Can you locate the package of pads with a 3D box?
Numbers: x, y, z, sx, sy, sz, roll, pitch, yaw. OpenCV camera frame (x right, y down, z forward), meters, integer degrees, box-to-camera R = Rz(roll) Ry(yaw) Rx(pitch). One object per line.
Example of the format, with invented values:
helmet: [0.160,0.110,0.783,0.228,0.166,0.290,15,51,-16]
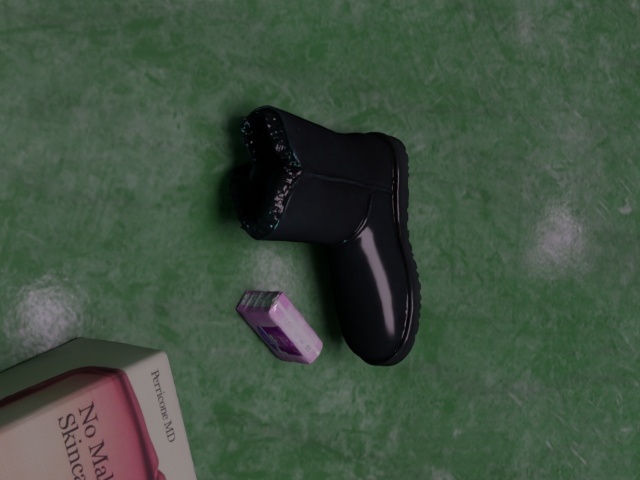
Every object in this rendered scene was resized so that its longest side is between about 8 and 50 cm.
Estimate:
package of pads: [-0.039,0.084,1.619,0.083,0.050,0.032,52,58,-33]

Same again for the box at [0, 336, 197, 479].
box: [-0.235,0.193,1.379,0.232,0.127,0.149,-25,110,-40]

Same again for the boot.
boot: [0.000,0.000,1.618,0.207,0.094,0.246,5,83,-48]
